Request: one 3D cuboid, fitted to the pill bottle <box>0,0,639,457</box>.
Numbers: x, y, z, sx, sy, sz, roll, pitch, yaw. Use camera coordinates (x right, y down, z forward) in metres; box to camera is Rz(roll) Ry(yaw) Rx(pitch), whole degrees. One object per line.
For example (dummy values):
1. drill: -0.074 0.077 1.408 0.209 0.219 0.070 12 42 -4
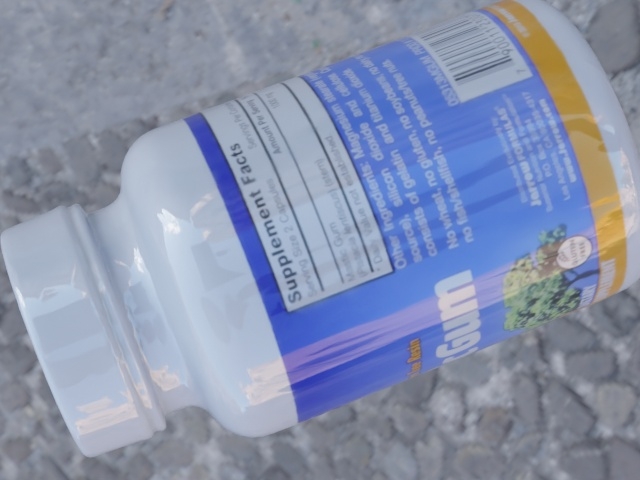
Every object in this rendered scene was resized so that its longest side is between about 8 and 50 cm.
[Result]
1. pill bottle: 0.000 0.000 0.688 0.272 0.152 0.152 -22 106 -7
